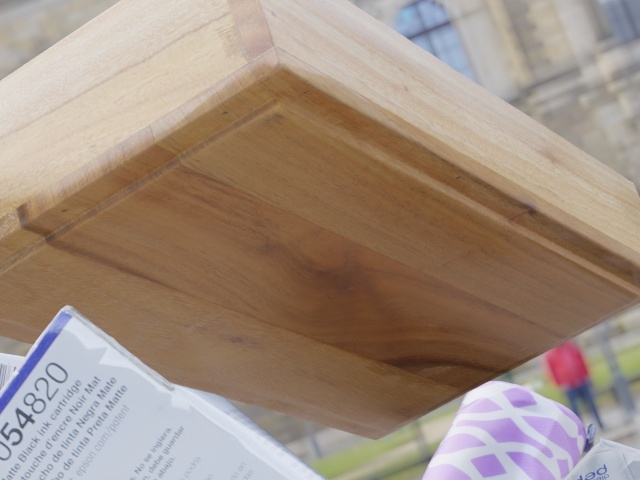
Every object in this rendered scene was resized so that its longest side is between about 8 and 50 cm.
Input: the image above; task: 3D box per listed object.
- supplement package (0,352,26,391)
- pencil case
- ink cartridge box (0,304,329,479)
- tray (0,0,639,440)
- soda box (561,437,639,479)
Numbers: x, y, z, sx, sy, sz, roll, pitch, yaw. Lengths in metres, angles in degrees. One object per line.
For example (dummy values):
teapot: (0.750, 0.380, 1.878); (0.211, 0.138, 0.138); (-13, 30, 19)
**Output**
supplement package: (-0.263, 0.191, 1.441); (0.177, 0.175, 0.293); (10, -16, -14)
pencil case: (0.090, 0.181, 1.168); (0.206, 0.086, 0.088); (-60, -8, -32)
ink cartridge box: (-0.064, 0.174, 0.710); (0.223, 0.224, 0.045); (-53, -7, 3)
tray: (0.000, 0.000, 0.948); (0.203, 0.076, 0.411); (-30, -25, 22)
soda box: (0.213, 0.246, 1.062); (0.098, 0.286, 0.091); (-44, 27, -20)
